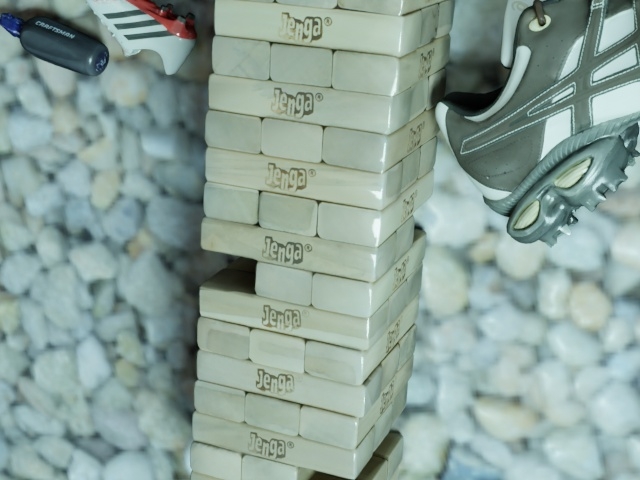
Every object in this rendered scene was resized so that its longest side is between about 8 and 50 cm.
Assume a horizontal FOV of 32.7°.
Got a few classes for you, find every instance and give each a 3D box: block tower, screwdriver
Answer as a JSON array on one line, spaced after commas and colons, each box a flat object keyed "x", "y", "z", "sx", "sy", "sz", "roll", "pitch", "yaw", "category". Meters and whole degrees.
[{"x": 0.000, "y": 0.000, "z": 0.535, "sx": 0.097, "sy": 0.091, "sz": 0.335, "roll": 10, "pitch": 110, "yaw": 19, "category": "block tower"}, {"x": -0.189, "y": -0.131, "z": 0.617, "sx": 0.170, "sy": 0.024, "sz": 0.025, "roll": 28, "pitch": 85, "yaw": 20, "category": "screwdriver"}]

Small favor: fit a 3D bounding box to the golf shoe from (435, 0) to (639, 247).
[{"x": 0.127, "y": -0.088, "z": 0.463, "sx": 0.094, "sy": 0.077, "sz": 0.198, "roll": 45, "pitch": 116, "yaw": 5, "category": "golf shoe"}]

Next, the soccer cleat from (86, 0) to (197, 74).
[{"x": -0.104, "y": -0.117, "z": 0.577, "sx": 0.083, "sy": 0.029, "sz": 0.035, "roll": 28, "pitch": 110, "yaw": 8, "category": "soccer cleat"}]
